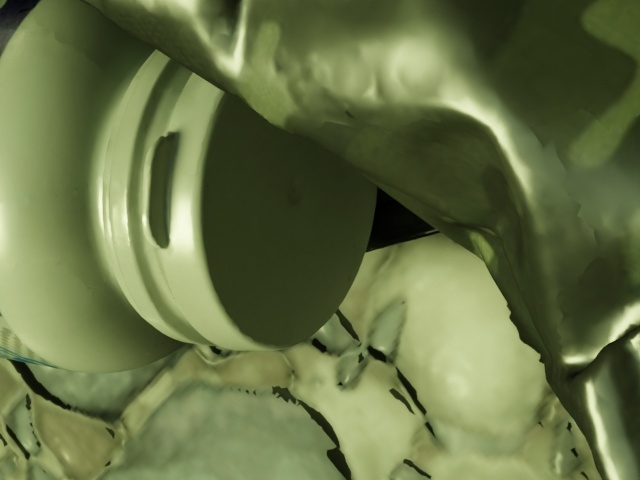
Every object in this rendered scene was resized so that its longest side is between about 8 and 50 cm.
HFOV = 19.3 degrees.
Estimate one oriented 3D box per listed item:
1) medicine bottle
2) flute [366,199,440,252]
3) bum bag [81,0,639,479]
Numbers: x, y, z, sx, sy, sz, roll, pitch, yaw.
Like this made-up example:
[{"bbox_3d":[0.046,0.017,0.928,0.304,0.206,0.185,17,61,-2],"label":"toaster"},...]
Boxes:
[{"bbox_3d":[-0.086,-0.022,0.508,0.192,0.107,0.107,8,115,33],"label":"medicine bottle"},{"bbox_3d":[0.000,0.000,0.518,0.270,0.014,0.014,-16,101,39],"label":"flute"},{"bbox_3d":[0.053,-0.040,0.398,0.340,0.095,0.144,41,88,13],"label":"bum bag"}]
